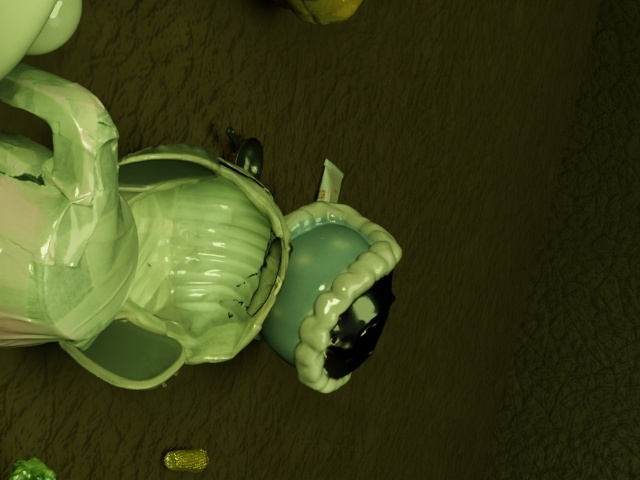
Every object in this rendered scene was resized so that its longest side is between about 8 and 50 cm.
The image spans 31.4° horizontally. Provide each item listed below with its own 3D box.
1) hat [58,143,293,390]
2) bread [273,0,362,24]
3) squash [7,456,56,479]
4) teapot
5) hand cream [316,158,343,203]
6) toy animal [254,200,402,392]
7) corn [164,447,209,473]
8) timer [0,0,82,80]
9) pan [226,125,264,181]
[{"bbox_3d":[-0.160,0.012,1.073,0.275,0.161,0.232,-1,104,-42],"label":"hat"},{"bbox_3d":[-0.007,-0.353,1.261,0.236,0.120,0.198,52,53,-60],"label":"bread"},{"bbox_3d":[-0.276,0.392,1.028,0.107,0.107,0.395,-6,105,-65],"label":"squash"},{"bbox_3d":[-0.221,-0.023,0.864,0.163,0.178,0.221,26,76,-66],"label":"teapot"},{"bbox_3d":[-0.001,0.000,1.554,0.052,0.038,0.216,122,-19,-78],"label":"hand cream"},{"bbox_3d":[-0.015,0.065,1.358,0.156,0.204,0.208,-7,126,-50],"label":"toy animal"},{"bbox_3d":[-0.154,0.257,1.329,0.027,0.028,0.083,63,14,20],"label":"corn"},{"bbox_3d":[-0.219,-0.197,0.708,0.240,0.233,0.233,15,87,-42],"label":"timer"},{"bbox_3d":[-0.096,-0.098,1.298,0.115,0.023,0.068,65,44,-58],"label":"pan"}]
